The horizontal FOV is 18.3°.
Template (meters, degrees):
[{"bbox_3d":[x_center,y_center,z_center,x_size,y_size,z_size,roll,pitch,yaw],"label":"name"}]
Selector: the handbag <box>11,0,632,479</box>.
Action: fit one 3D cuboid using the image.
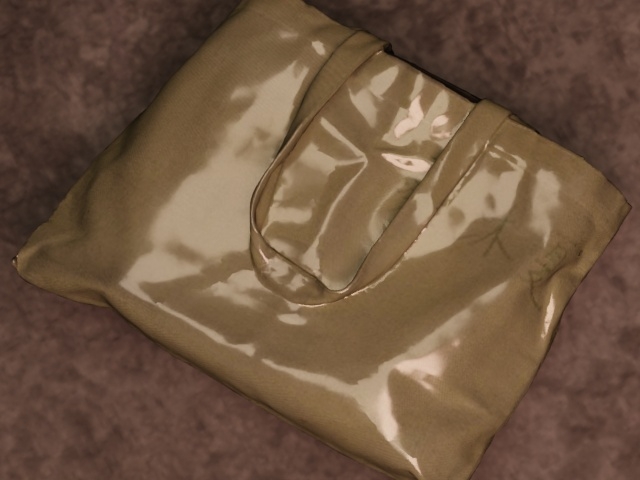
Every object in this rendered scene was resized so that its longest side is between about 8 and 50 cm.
[{"bbox_3d":[0.005,-0.001,1.241,0.315,0.109,0.253,31,82,14],"label":"handbag"}]
